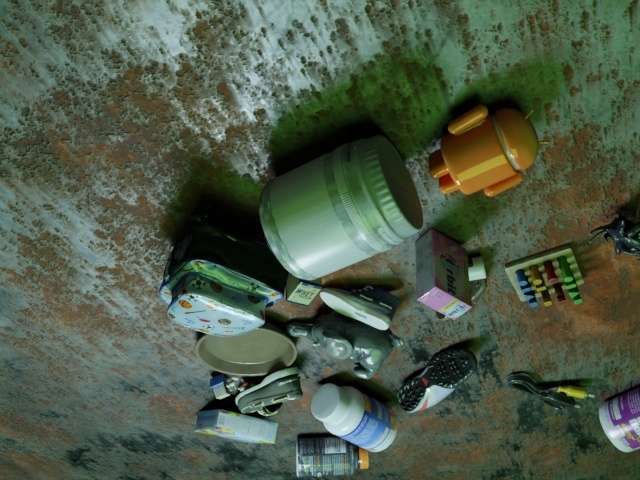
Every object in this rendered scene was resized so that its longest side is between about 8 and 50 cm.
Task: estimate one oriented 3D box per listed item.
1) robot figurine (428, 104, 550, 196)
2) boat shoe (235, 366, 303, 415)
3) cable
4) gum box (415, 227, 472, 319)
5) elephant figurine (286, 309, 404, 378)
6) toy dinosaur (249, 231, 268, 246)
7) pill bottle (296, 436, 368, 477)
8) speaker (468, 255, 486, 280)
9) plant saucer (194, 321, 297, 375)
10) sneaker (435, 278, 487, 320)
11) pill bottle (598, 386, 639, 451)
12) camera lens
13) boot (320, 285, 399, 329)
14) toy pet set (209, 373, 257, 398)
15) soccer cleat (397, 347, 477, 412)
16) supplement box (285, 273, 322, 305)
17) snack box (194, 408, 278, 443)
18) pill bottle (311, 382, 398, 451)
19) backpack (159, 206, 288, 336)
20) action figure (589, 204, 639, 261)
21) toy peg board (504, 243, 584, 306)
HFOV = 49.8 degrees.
[{"bbox_3d":[0.316,-0.168,1.308,0.219,0.158,0.128,-25,174,24],"label":"robot figurine"},{"bbox_3d":[-0.153,0.462,2.020,0.109,0.091,0.305,-3,154,-40],"label":"boat shoe"},{"bbox_3d":[0.698,0.463,2.154,0.287,0.072,0.139,21,153,-9],"label":"cable"},{"bbox_3d":[0.273,0.070,1.544,0.107,0.188,0.062,28,132,-22],"label":"gum box"},{"bbox_3d":[0.056,0.243,1.771,0.239,0.169,0.186,30,102,-13],"label":"elephant figurine"},{"bbox_3d":[-0.116,0.023,1.550,0.082,0.090,0.047,46,120,11],"label":"toy dinosaur"},{"bbox_3d":[0.040,0.739,2.358,0.246,0.130,0.130,-1,140,-2],"label":"pill bottle"},{"bbox_3d":[0.325,0.075,1.649,0.136,0.055,0.055,-10,139,9],"label":"speaker"},{"bbox_3d":[-0.201,0.291,1.876,0.278,0.041,0.278,-1,142,-1],"label":"plant saucer"},{"bbox_3d":[0.366,0.139,1.736,0.071,0.066,0.188,1,147,-33],"label":"sneaker"},{"bbox_3d":[1.044,0.532,2.145,0.169,0.169,0.301,27,131,-30],"label":"pill bottle"},{"bbox_3d":[0.034,-0.060,1.345,0.274,0.219,0.219,-23,136,22],"label":"camera lens"},{"bbox_3d":[0.099,0.147,1.720,0.190,0.086,0.069,26,148,9],"label":"boot"},{"bbox_3d":[-0.260,0.416,2.025,0.114,0.065,0.122,-23,161,2],"label":"toy pet set"},{"bbox_3d":[0.359,0.407,2.024,0.116,0.108,0.318,3,142,-39],"label":"soccer cleat"},{"bbox_3d":[-0.041,0.095,1.629,0.056,0.083,0.083,16,135,-22],"label":"supplement box"},{"bbox_3d":[-0.265,0.587,2.168,0.207,0.070,0.174,20,156,-25],"label":"snack box"},{"bbox_3d":[0.101,0.535,2.104,0.152,0.152,0.272,-30,133,28],"label":"pill bottle"},{"bbox_3d":[-0.221,0.093,1.503,0.276,0.213,0.263,28,153,-20],"label":"backpack"},{"bbox_3d":[0.742,-0.022,1.505,0.276,0.141,0.164,12,154,24],"label":"action figure"},{"bbox_3d":[0.555,0.107,1.683,0.161,0.079,0.161,-20,136,19],"label":"toy peg board"}]
